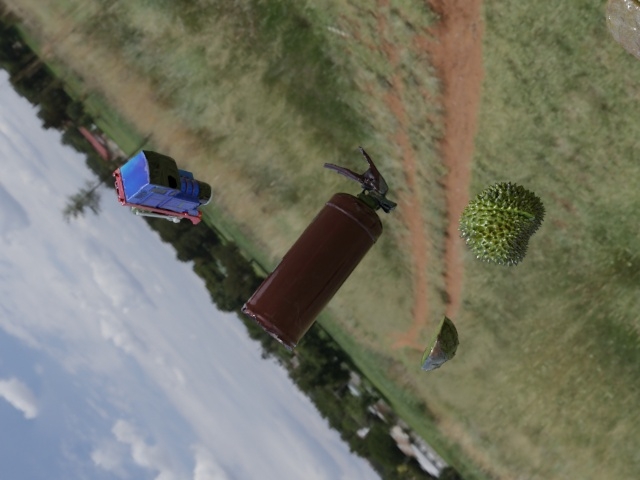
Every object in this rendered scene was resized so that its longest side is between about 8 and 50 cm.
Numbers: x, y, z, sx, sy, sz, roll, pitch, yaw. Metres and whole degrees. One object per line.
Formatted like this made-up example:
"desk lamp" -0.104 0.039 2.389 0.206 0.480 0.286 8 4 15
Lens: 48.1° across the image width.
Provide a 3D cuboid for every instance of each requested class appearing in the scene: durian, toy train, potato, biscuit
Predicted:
"durian" 0.343 -0.038 1.364 0.146 0.159 0.198 29 -163 13
"toy train" -0.306 -0.100 1.433 0.204 0.131 0.083 12 -126 -51
"potato" 0.254 0.225 1.506 0.054 0.120 0.198 23 154 7
"biscuit" 0.377 -0.228 0.818 0.147 0.018 0.071 57 175 30

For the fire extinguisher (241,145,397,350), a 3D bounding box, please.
"fire extinguisher" 0.000 0.000 1.147 0.147 0.337 0.106 36 168 9
